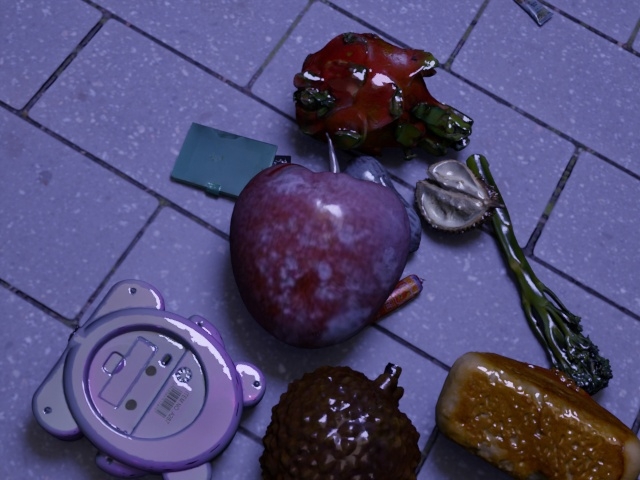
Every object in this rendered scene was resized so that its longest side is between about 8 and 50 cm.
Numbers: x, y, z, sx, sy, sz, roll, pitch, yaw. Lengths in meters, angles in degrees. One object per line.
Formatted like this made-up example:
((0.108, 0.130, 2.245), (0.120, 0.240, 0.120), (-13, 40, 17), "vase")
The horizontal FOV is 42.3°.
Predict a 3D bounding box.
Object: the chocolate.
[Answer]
((0.090, -0.052, 1.210), (0.072, 0.072, 0.167), (-27, 75, -17), "chocolate")

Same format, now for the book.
((-0.143, -0.113, 1.225), (0.135, 0.017, 0.103), (16, 68, 4), "book")

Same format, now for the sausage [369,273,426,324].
((0.096, 0.085, 1.177), (0.129, 0.034, 0.034), (-28, 75, -17), "sausage")

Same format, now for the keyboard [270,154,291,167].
((-0.075, -0.037, 1.213), (0.063, 0.010, 0.198), (3, 68, -5), "keyboard")

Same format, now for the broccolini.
((0.320, 0.041, 1.216), (0.074, 0.078, 0.392), (6, 59, -51), "broccolini")

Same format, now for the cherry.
((0.000, 0.000, 1.096), (0.236, 0.213, 0.286), (3, 84, 18), "cherry")

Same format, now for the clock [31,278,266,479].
((-0.214, 0.193, 1.062), (0.247, 0.090, 0.228), (31, 68, 3), "clock")

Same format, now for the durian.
((0.212, -0.059, 1.221), (0.140, 0.071, 0.111), (15, 92, 29), "durian")

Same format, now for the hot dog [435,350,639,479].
((0.279, 0.242, 1.075), (0.256, 0.153, 0.150), (28, 96, 14), "hot dog")

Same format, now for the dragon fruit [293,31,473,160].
((0.091, -0.194, 1.211), (0.269, 0.198, 0.200), (35, 43, 4), "dragon fruit")

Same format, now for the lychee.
((0.030, 0.252, 1.019), (0.200, 0.200, 0.238), (37, 81, 7), "lychee")

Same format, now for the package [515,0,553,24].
((0.351, -0.414, 1.420), (0.037, 0.015, 0.110), (-38, 77, -14), "package")
